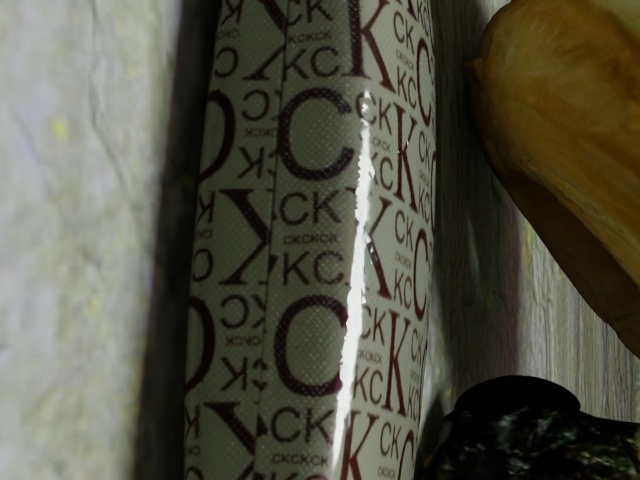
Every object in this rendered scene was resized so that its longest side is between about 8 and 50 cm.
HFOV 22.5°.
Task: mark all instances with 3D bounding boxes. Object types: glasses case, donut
[{"bbox_3d":[0.000,0.000,0.658,0.137,0.085,0.354,52,40,-67],"label":"glasses case"},{"bbox_3d":[0.272,-0.037,1.161,0.449,0.198,0.449,51,-3,4],"label":"donut"}]

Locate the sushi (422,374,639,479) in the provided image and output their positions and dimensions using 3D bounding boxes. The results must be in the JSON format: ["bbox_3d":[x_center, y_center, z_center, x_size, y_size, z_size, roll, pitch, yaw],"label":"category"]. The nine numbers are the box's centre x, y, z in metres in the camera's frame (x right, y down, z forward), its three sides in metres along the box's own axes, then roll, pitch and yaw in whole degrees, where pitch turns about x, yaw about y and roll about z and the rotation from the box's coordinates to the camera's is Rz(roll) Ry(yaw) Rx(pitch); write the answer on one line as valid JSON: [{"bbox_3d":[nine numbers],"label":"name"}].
[{"bbox_3d":[0.204,0.281,1.020,0.328,0.285,0.327,-50,137,-65],"label":"sushi"}]
